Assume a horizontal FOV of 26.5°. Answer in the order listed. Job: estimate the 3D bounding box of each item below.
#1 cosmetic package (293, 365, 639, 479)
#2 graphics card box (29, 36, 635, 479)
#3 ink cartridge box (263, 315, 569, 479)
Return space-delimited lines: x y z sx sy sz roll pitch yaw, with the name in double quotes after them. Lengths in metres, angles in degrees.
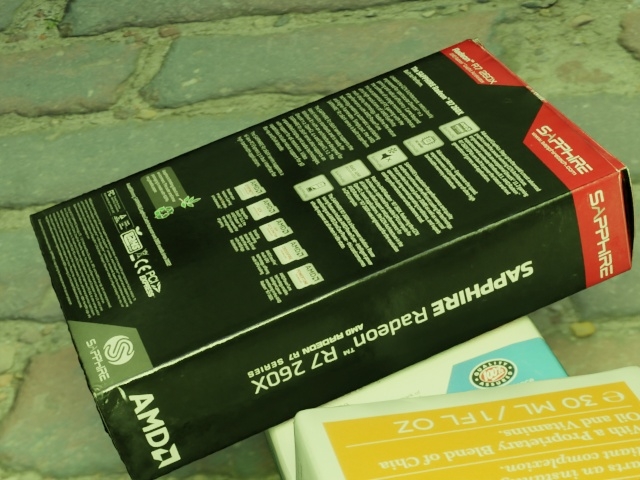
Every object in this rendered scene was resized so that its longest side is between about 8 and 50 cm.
0.140 0.251 0.658 0.230 0.161 0.453 -7 27 -12 "cosmetic package"
0.000 0.000 0.952 0.371 0.094 0.233 -22 37 -10 "graphics card box"
0.057 0.127 1.011 0.198 0.197 0.270 -19 37 -5 "ink cartridge box"
